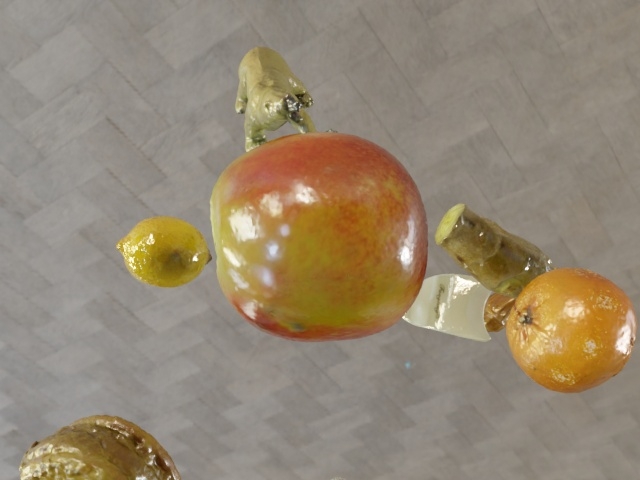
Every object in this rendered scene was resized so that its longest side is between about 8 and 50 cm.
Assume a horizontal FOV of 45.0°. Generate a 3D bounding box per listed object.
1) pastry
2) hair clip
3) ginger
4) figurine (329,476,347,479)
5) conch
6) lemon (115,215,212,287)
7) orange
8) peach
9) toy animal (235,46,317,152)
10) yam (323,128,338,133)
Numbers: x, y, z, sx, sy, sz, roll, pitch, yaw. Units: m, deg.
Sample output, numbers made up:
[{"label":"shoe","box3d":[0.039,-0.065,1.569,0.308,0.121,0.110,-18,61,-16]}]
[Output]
[{"label":"pastry","box3d":[-0.340,0.383,1.158,0.240,0.132,0.235,44,115,-4]},{"label":"hair clip","box3d":[0.336,0.177,2.123,0.113,0.173,0.282,24,162,-36]},{"label":"ginger","box3d":[0.320,0.032,1.391,0.263,0.109,0.116,32,88,-20]},{"label":"figurine","box3d":[0.039,0.477,0.928,0.320,0.196,0.323,27,100,-4]},{"label":"conch","box3d":[0.553,0.171,2.254,0.330,0.093,0.109,-43,145,-1]},{"label":"lemon","box3d":[-0.400,0.030,2.001,0.256,0.188,0.188,6,134,-27]},{"label":"orange","box3d":[0.363,0.129,1.141,0.161,0.193,0.193,27,127,-13]},{"label":"peach","box3d":[0.000,0.000,0.795,0.231,0.231,0.231,0,132,0]},{"label":"toy animal","box3d":[-0.057,-0.171,0.938,0.103,0.219,0.101,-13,129,-1]},{"label":"yam","box3d":[0.027,-0.157,1.952,0.201,0.271,0.202,-34,89,15]}]
